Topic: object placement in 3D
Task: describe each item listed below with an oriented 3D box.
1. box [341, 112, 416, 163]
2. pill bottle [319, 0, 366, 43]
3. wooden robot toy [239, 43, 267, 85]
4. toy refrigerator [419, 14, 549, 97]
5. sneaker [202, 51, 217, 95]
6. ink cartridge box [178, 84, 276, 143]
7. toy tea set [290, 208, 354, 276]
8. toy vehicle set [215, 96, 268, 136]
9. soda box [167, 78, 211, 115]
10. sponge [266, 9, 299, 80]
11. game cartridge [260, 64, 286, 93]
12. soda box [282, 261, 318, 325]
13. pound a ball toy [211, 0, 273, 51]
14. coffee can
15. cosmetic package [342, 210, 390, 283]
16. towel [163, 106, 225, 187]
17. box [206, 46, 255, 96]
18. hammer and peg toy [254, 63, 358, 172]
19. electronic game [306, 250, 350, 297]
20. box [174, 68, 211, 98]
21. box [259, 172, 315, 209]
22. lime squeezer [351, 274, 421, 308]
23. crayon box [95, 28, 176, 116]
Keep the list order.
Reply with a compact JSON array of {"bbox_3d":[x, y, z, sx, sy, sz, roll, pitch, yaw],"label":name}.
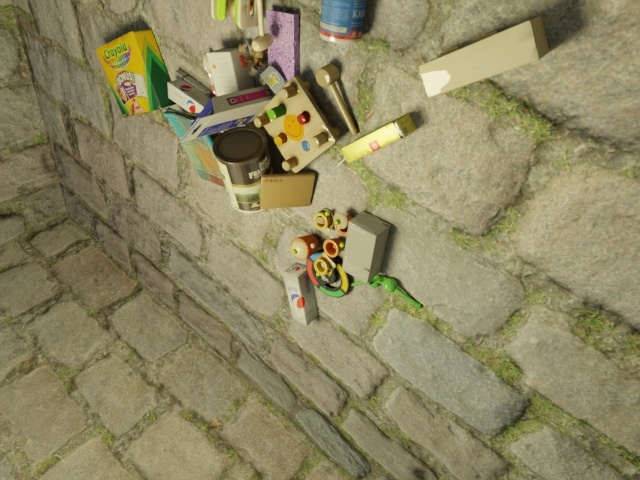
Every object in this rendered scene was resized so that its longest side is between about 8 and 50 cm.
[{"bbox_3d":[0.176,-0.315,1.310,0.232,0.087,0.058,-16,107,46],"label":"box"},{"bbox_3d":[0.066,-0.660,1.133,0.124,0.124,0.222,28,135,25],"label":"pill bottle"},{"bbox_3d":[-0.222,-0.623,1.441,0.079,0.076,0.173,-36,79,49],"label":"wooden robot toy"},{"bbox_3d":[0.386,-0.441,1.016,0.269,0.102,0.094,-6,114,45],"label":"toy refrigerator"},{"bbox_3d":[-0.396,-0.646,1.630,0.075,0.057,0.161,-3,116,24],"label":"sneaker"},{"bbox_3d":[-0.316,-0.440,1.452,0.175,0.371,0.069,-24,99,48],"label":"ink cartridge box"},{"bbox_3d":[0.000,0.000,1.641,0.200,0.124,0.336,45,130,18],"label":"toy tea set"},{"bbox_3d":[-0.336,-0.450,1.719,0.267,0.035,0.166,41,138,13],"label":"toy vehicle set"},{"bbox_3d":[-0.526,-0.574,1.722,0.216,0.069,0.074,37,138,17],"label":"soda box"},{"bbox_3d":[-0.123,-0.639,1.392,0.117,0.031,0.210,26,133,28],"label":"sponge"},{"bbox_3d":[-0.158,-0.547,1.429,0.056,0.017,0.083,-40,107,11],"label":"game cartridge"},{"bbox_3d":[-0.089,0.251,1.951,0.091,0.098,0.286,15,127,35],"label":"soda box"},{"bbox_3d":[-0.217,-0.782,1.298,0.208,0.136,0.319,28,133,20],"label":"pound a ball toy"},{"bbox_3d":[-0.283,-0.268,1.626,0.201,0.201,0.275,31,151,23],"label":"coffee can"},{"bbox_3d":[0.165,0.026,1.554,0.127,0.107,0.238,29,137,29],"label":"cosmetic package"},{"bbox_3d":[-0.527,-0.393,1.848,0.271,0.040,0.370,24,147,38],"label":"towel"},{"bbox_3d":[-0.324,-0.611,1.550,0.130,0.091,0.171,16,128,35],"label":"box"},{"bbox_3d":[-0.051,-0.403,1.421,0.361,0.127,0.266,-26,100,49],"label":"hammer and peg toy"},{"bbox_3d":[0.031,0.145,1.802,0.229,0.048,0.229,23,132,29],"label":"electronic game"},{"bbox_3d":[-0.547,-0.613,1.795,0.186,0.038,0.145,38,138,14],"label":"box"},{"bbox_3d":[-0.129,-0.187,1.609,0.164,0.201,0.021,103,156,-48],"label":"box"},{"bbox_3d":[0.243,0.176,1.641,0.310,0.059,0.110,14,158,34],"label":"lime squeezer"},{"bbox_3d":[-0.837,-0.745,1.912,0.362,0.106,0.313,6,122,40],"label":"crayon box"}]
